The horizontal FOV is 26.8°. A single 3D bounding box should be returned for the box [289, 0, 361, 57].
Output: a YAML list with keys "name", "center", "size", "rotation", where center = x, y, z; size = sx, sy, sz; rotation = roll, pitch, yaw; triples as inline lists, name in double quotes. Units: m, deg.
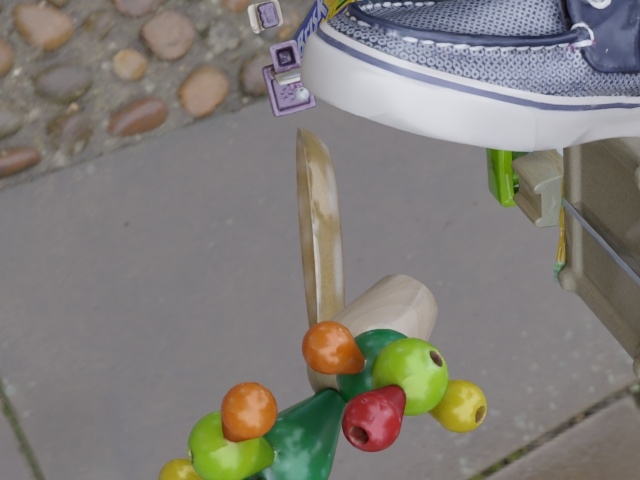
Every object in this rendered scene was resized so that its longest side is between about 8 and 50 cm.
- name: "box"
  center: [0.027, -0.207, 1.264]
  size: [0.059, 0.169, 0.054]
  rotation: [5, 56, -26]

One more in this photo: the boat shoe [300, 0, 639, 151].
- name: "boat shoe"
  center: [0.149, -0.142, 0.738]
  size: [0.340, 0.127, 0.158]
  rotation: [-3, 118, -35]

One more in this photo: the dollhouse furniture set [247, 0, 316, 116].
- name: "dollhouse furniture set"
  center: [0.013, -0.144, 1.010]
  size: [0.114, 0.081, 0.091]
  rotation: [-15, 105, -5]

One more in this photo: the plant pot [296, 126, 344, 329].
- name: "plant pot"
  center: [0.000, 0.000, 1.381]
  size: [0.032, 0.236, 0.236]
  rotation: [-5, 75, -3]

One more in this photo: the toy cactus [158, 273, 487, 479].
- name: "toy cactus"
  center: [0.008, 0.083, 0.585]
  size: [0.112, 0.219, 0.180]
  rotation: [36, 47, 5]

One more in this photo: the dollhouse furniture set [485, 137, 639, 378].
- name: "dollhouse furniture set"
  center: [0.258, -0.061, 1.086]
  size: [0.151, 0.301, 0.197]
  rotation: [-15, 124, -10]
